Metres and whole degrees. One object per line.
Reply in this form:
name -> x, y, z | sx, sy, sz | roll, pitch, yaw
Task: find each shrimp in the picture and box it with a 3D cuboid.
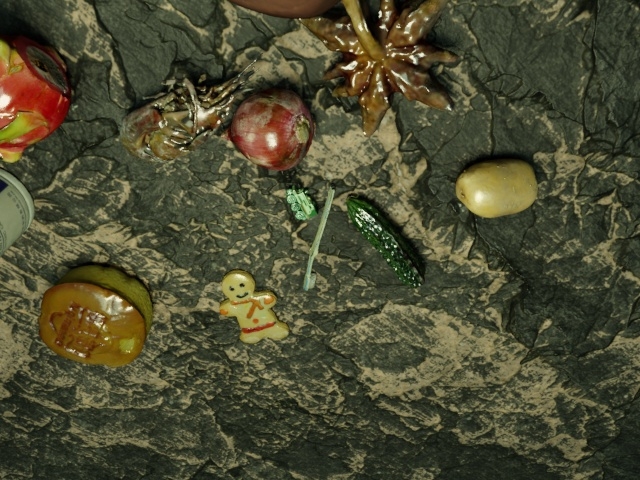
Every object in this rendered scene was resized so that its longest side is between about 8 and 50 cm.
shrimp -> -0.249, -0.255, 0.997 | 0.343, 0.116, 0.145 | -25, 120, 23

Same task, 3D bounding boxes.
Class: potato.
potato -> 0.370, -0.109, 1.083 | 0.178, 0.118, 0.109 | -7, 158, -10

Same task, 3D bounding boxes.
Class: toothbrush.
toothbrush -> -0.005, 0.000, 1.208 | 0.028, 0.026, 0.294 | -2, 125, -20

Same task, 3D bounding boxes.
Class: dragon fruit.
dragon fruit -> -0.580, -0.267, 0.943 | 0.227, 0.224, 0.224 | -31, 118, 2

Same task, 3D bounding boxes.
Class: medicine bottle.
medicine bottle -> -0.744, -0.005, 1.041 | 0.190, 0.332, 0.190 | 1, 123, 1

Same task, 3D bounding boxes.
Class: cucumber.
cucumber -> 0.150, 0.000, 1.176 | 0.077, 0.077, 0.265 | -32, 118, 20

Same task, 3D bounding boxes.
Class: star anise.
star anise -> 0.105, -0.349, 0.938 | 0.292, 0.109, 0.349 | -4, 121, -2

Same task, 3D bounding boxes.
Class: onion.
onion -> -0.112, -0.214, 1.009 | 0.195, 0.159, 0.159 | 5, 125, 25

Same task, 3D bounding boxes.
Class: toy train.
toy train -> -0.042, -0.085, 1.151 | 0.053, 0.033, 0.083 | -23, 119, 9

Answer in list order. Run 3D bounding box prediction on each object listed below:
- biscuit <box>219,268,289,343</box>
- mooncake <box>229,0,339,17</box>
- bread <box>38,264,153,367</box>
biscuit -> -0.180, 0.172, 1.321 | 0.153, 0.030, 0.234 | -14, 122, 8
mooncake -> -0.069, -0.495, 0.766 | 0.334, 0.174, 0.326 | -21, 100, 22
bread -> -0.545, 0.188, 1.268 | 0.270, 0.148, 0.270 | 0, 122, 1
